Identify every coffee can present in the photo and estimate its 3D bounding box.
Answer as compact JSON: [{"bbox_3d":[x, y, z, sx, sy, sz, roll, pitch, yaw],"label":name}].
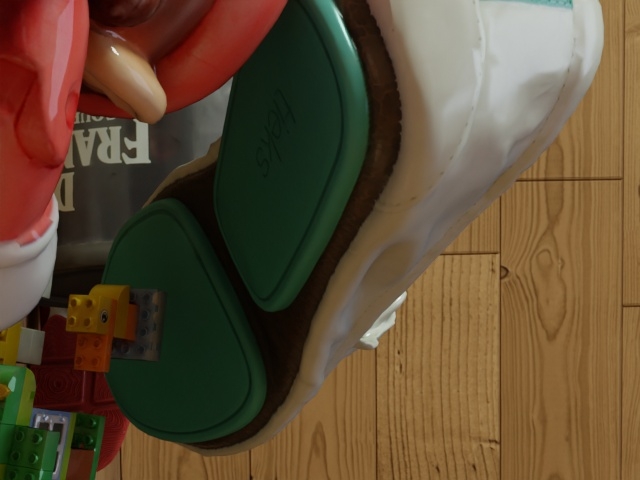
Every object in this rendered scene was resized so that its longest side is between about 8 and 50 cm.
[{"bbox_3d":[-0.108,-0.103,0.827,0.201,0.201,0.276,121,-33,-78],"label":"coffee can"}]

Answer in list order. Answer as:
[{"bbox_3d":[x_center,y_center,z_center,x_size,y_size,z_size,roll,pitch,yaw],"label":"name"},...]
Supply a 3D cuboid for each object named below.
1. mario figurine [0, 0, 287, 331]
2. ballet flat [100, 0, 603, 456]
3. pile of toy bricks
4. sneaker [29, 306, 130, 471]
[{"bbox_3d":[-0.109,-0.089,0.296,0.198,0.170,0.320,-55,175,0],"label":"mario figurine"},{"bbox_3d":[0.000,0.000,0.569,0.400,0.139,0.139,130,-40,-60],"label":"ballet flat"},{"bbox_3d":[-0.126,0.099,0.519,0.105,0.118,0.212,25,68,-65],"label":"pile of toy bricks"},{"bbox_3d":[-0.186,0.078,1.023,0.128,0.087,0.221,110,-21,-76],"label":"sneaker"}]
